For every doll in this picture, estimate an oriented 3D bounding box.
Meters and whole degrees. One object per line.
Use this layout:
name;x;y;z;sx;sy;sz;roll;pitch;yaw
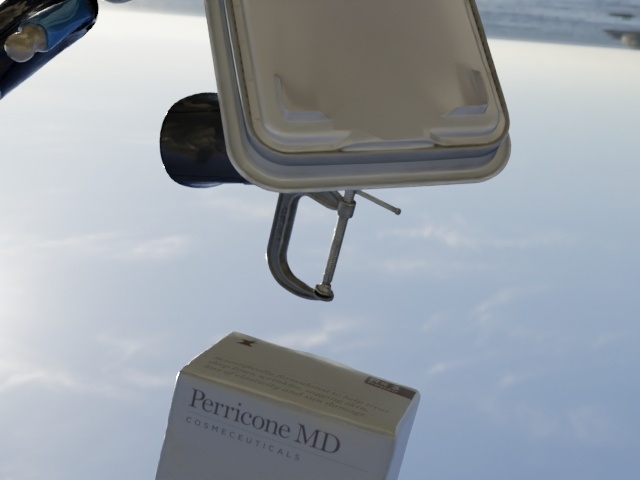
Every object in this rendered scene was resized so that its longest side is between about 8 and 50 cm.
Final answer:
doll;-0.179;-0.111;0.553;0.189;0.046;0.129;-39;-152;1

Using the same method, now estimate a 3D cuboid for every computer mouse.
computer mouse;-0.043;-0.141;0.984;0.060;0.184;0.262;12;-170;43

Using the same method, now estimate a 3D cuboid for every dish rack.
dish rack;0.036;-0.208;0.938;0.285;0.333;0.072;-3;154;-15

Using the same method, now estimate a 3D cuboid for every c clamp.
c clamp;0.000;0.000;0.976;0.137;0.160;0.022;37;-144;25

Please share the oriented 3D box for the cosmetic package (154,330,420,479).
cosmetic package;-0.034;0.179;0.515;0.117;0.231;0.085;15;-168;13
